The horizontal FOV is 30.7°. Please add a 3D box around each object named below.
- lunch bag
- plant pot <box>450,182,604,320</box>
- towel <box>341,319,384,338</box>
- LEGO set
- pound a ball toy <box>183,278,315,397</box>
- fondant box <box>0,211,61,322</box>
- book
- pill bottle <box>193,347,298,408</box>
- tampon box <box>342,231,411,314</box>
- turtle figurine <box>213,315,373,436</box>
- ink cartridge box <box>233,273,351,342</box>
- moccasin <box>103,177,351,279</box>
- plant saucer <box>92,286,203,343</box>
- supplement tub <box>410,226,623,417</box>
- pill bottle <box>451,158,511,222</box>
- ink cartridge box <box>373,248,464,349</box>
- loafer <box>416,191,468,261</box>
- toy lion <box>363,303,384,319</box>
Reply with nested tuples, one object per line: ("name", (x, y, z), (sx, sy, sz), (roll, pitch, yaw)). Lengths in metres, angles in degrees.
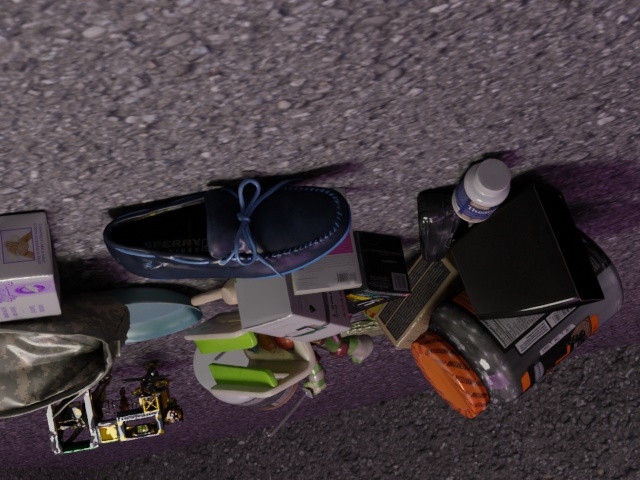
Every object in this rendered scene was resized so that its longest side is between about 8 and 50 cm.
("lunch bag", (-0.442, 0.177, 1.833), (0.287, 0.168, 0.235), (-7, -169, 0))
("plant pot", (0.311, 0.034, 1.799), (0.167, 0.188, 0.187), (-23, 169, 22))
("towel", (0.086, 0.208, 2.655), (0.148, 0.027, 0.110), (-14, 165, 15))
("LEGO set", (-0.476, 0.325, 2.563), (0.331, 0.192, 0.255), (-7, -166, 2))
("pound a ball toy", (-0.124, 0.148, 2.005), (0.136, 0.208, 0.319), (-28, -173, -26))
("fondant box", (-0.534, 0.055, 1.613), (0.330, 0.096, 0.238), (-8, 165, -12))
("book", (0.000, 0.000, 1.645), (0.096, 0.144, 0.035), (-6, 164, -11))
("pill bottle", (-0.159, 0.274, 2.496), (0.162, 0.162, 0.278), (-14, 163, 15))
("tampon box", (0.050, 0.062, 1.973), (0.161, 0.101, 0.120), (-23, 159, 40))
("turtle figurine", (-0.046, 0.208, 2.279), (0.198, 0.274, 0.266), (22, -166, 41))
("ink cartridge box", (-0.047, 0.065, 1.823), (0.093, 0.160, 0.219), (-18, 164, 23))
("moccasin", (-0.131, -0.004, 1.574), (0.342, 0.137, 0.117), (-14, 159, 12))
("plant saucer", (-0.373, 0.137, 2.099), (0.318, 0.043, 0.317), (-9, 165, -3))
("supplement tub", (0.331, 0.135, 1.981), (0.338, 0.207, 0.207), (-37, 169, -13))
("pill bottle", (0.233, -0.074, 1.670), (0.067, 0.067, 0.120), (-7, 164, -9))
("ink cartridge box", (0.241, 0.107, 2.131), (0.235, 0.088, 0.193), (9, 126, -47))
("loafer", (0.193, -0.017, 1.827), (0.078, 0.076, 0.223), (-3, 161, 5))
("toy lion", (0.096, 0.106, 2.171), (0.100, 0.096, 0.034), (-15, 164, 19))
